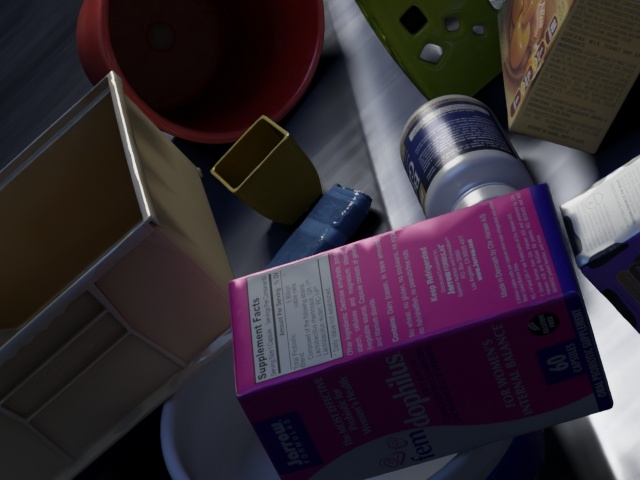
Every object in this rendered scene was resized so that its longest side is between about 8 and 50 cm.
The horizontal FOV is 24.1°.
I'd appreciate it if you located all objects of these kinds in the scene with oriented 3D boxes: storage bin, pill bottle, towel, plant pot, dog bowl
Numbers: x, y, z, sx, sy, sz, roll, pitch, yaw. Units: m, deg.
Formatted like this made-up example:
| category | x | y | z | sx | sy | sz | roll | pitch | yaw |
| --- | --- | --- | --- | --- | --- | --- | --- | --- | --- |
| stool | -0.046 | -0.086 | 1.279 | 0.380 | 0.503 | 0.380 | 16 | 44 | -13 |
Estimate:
| category | x | y | z | sx | sy | sz | roll | pitch | yaw |
| --- | --- | --- | --- | --- | --- | --- | --- | --- | --- |
| storage bin | -0.203 | 0.041 | 1.168 | 0.260 | 0.123 | 0.262 | -40 | 31 | 9 |
| pill bottle | 0.128 | -0.048 | 1.271 | 0.094 | 0.094 | 0.169 | -39 | 29 | 13 |
| towel | 0.000 | 0.000 | 1.446 | 0.119 | 0.029 | 0.067 | -51 | 29 | -9 |
| plant pot | -0.161 | -0.247 | 1.761 | 0.275 | 0.275 | 0.243 | -54 | 20 | -13 |
| plant pot | 0.117 | -0.299 | 1.487 | 0.227 | 0.207 | 0.228 | -41 | 30 | 8 |
| plant pot | -0.046 | -0.064 | 1.530 | 0.081 | 0.083 | 0.081 | -47 | 29 | -1 |
| dog bowl | 0.025 | 0.132 | 1.081 | 0.265 | 0.104 | 0.265 | -14 | 40 | 12 |

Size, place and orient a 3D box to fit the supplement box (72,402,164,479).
| category | x | y | z | sx | sy | sz | roll | pitch | yaw |
| --- | --- | --- | --- | --- | --- | --- | --- | --- | --- |
| supplement box | -0.216 | 0.087 | 1.447 | 0.194 | 0.195 | 0.356 | -40 | 29 | 9 |

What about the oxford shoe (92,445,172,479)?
| category | x | y | z | sx | sy | sz | roll | pitch | yaw |
| --- | --- | --- | --- | --- | --- | --- | --- | --- | --- |
| oxford shoe | -0.158 | 0.243 | 1.297 | 0.227 | 0.096 | 0.083 | -21 | 38 | 3 |

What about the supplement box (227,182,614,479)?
| category | x | y | z | sx | sy | sz | roll | pitch | yaw |
| --- | --- | --- | --- | --- | --- | --- | --- | --- | --- |
| supplement box | 0.062 | 0.066 | 0.966 | 0.220 | 0.111 | 0.114 | -17 | 40 | 9 |

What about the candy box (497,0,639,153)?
| category | x | y | z | sx | sy | sz | roll | pitch | yaw |
| --- | --- | --- | --- | --- | --- | --- | --- | --- | --- |
| candy box | 0.244 | -0.251 | 1.226 | 0.183 | 0.087 | 0.316 | -88 | 15 | -49 |

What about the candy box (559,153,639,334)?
| category | x | y | z | sx | sy | sz | roll | pitch | yaw |
| --- | --- | --- | --- | --- | --- | --- | --- | --- | --- |
| candy box | 0.280 | -0.006 | 0.944 | 0.196 | 0.165 | 0.070 | -34 | 33 | 19 |
